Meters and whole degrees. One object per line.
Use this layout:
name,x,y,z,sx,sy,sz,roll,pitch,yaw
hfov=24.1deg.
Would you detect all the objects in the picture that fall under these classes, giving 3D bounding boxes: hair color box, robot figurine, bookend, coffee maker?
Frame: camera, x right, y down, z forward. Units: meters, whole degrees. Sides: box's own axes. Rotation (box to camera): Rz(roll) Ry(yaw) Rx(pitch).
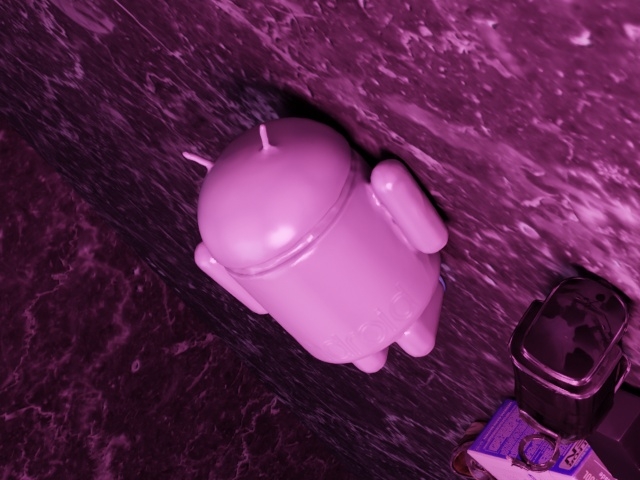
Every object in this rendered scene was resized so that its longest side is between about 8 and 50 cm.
hair color box,0.354,0.317,2.022,0.185,0.110,0.339,42,168,-12
robot figurine,0.000,0.000,1.705,0.300,0.200,0.353,-25,124,30
bookend,0.386,0.236,1.727,0.156,0.072,0.157,23,159,49
coffee maker,0.255,0.142,1.547,0.120,0.171,0.178,7,161,13

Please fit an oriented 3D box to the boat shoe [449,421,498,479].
boat shoe,0.274,0.341,2.356,0.103,0.092,0.285,40,167,-6

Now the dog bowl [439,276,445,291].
dog bowl,0.025,0.010,1.960,0.297,0.074,0.166,33,166,29
